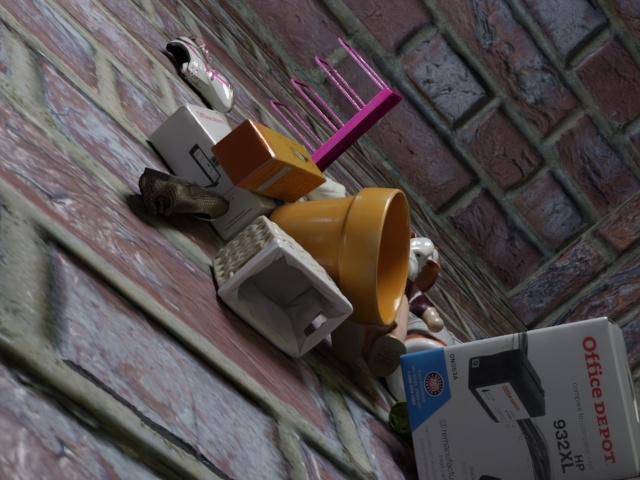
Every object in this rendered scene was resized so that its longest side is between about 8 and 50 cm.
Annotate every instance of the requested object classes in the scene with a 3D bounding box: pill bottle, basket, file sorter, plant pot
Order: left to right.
[{"bbox_3d":[-0.056,0.060,1.511,0.167,0.113,0.103,43,11,-35],"label":"basket"},{"bbox_3d":[0.008,-0.292,2.499,0.182,0.291,0.202,49,11,5],"label":"file sorter"},{"bbox_3d":[0.021,0.018,1.676,0.205,0.188,0.205,5,90,-73],"label":"plant pot"},{"bbox_3d":[0.148,0.276,1.733,0.079,0.083,0.083,16,34,-52],"label":"plant pot"},{"bbox_3d":[0.178,0.207,1.944,0.121,0.121,0.221,50,10,-2],"label":"pill bottle"}]

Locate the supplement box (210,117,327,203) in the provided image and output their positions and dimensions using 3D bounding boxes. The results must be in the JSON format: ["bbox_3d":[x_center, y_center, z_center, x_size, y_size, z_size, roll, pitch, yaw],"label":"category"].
[{"bbox_3d":[-0.072,-0.114,1.667,0.078,0.080,0.233,56,15,15],"label":"supplement box"}]

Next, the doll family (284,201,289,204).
[{"bbox_3d":[-0.087,-0.059,1.879,0.193,0.076,0.111,-110,177,-74],"label":"doll family"}]

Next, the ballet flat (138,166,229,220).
[{"bbox_3d":[-0.189,-0.053,1.524,0.084,0.058,0.250,16,-1,12],"label":"ballet flat"}]

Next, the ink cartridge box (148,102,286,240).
[{"bbox_3d":[-0.155,-0.103,1.723,0.203,0.086,0.148,53,12,10],"label":"ink cartridge box"}]

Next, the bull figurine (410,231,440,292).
[{"bbox_3d":[0.164,0.068,2.177,0.101,0.188,0.310,51,11,9],"label":"bull figurine"}]

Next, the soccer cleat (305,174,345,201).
[{"bbox_3d":[0.001,-0.095,2.017,0.196,0.076,0.068,59,2,-33],"label":"soccer cleat"}]

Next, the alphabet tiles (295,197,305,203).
[{"bbox_3d":[0.000,0.000,2.054,0.278,0.021,0.284,60,2,-14],"label":"alphabet tiles"}]

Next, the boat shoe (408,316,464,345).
[{"bbox_3d":[0.279,0.259,2.210,0.367,0.136,0.156,33,15,-29],"label":"boat shoe"}]

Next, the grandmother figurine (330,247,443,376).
[{"bbox_3d":[0.110,0.098,1.858,0.208,0.104,0.342,29,26,-5],"label":"grandmother figurine"}]

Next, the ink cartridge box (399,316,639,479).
[{"bbox_3d":[0.291,0.248,1.598,0.129,0.308,0.223,25,55,-66],"label":"ink cartridge box"}]

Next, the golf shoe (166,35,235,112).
[{"bbox_3d":[-0.242,-0.326,2.224,0.086,0.067,0.186,-19,69,-48],"label":"golf shoe"}]
